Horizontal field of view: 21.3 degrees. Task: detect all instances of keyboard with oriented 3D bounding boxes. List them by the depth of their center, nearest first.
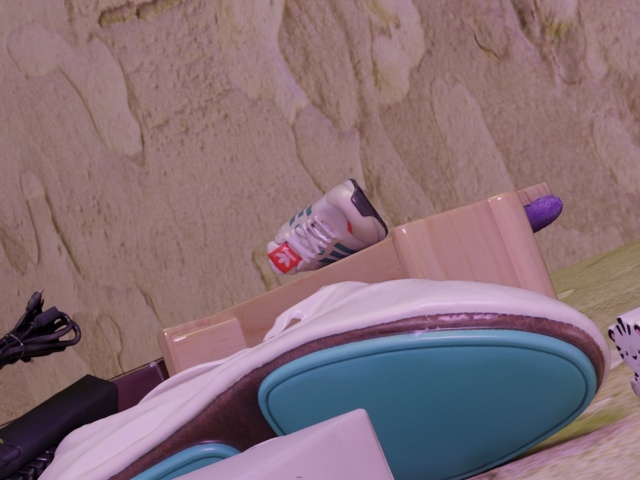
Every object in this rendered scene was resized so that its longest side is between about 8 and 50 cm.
[{"bbox_3d":[-0.201,0.149,1.076,0.033,0.201,0.317,0,13,18],"label":"keyboard"}]

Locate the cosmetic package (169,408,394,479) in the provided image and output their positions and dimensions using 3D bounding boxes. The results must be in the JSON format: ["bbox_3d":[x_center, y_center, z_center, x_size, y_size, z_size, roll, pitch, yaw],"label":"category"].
[{"bbox_3d":[-0.057,0.145,0.673,0.117,0.085,0.231,-23,-3,27],"label":"cosmetic package"}]

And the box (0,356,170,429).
[{"bbox_3d":[-0.297,0.246,1.727,0.381,0.143,0.191,-25,-2,5],"label":"box"}]

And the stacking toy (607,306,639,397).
[{"bbox_3d":[0.279,0.026,0.934,0.167,0.052,0.221,-23,-1,-21],"label":"stacking toy"}]

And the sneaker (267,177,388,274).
[{"bbox_3d":[0.000,0.000,1.367,0.075,0.057,0.161,-36,1,-15],"label":"sneaker"}]

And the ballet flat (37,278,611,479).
[{"bbox_3d":[-0.020,0.098,1.025,0.400,0.139,0.139,-26,-3,22],"label":"ballet flat"}]

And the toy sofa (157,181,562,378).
[{"bbox_3d":[0.046,0.083,1.345,0.177,0.150,0.362,-15,-6,-40],"label":"toy sofa"}]
